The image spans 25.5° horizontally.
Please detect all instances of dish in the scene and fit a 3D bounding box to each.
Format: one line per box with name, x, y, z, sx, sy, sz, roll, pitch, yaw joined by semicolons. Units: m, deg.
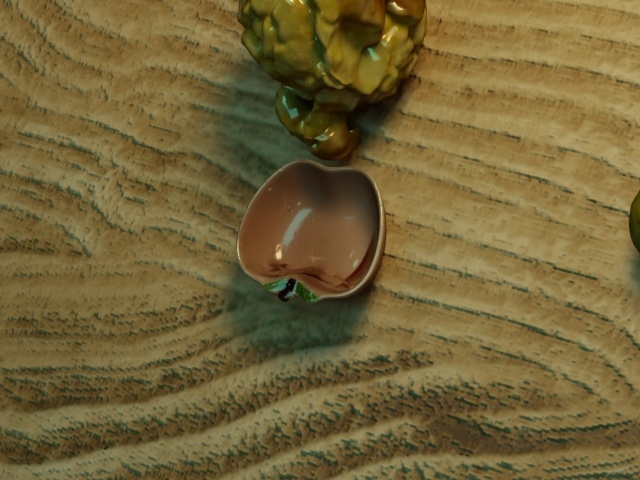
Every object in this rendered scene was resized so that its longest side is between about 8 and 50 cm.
dish;0.000;0.000;1.900;0.213;0.090;0.213;-6;72;19

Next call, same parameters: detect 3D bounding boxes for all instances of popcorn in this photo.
popcorn;0.018;-0.274;1.886;0.225;0.265;0.332;26;127;42

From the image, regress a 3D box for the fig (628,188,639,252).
fig;0.448;-0.034;1.717;0.153;0.121;0.136;-18;66;16
